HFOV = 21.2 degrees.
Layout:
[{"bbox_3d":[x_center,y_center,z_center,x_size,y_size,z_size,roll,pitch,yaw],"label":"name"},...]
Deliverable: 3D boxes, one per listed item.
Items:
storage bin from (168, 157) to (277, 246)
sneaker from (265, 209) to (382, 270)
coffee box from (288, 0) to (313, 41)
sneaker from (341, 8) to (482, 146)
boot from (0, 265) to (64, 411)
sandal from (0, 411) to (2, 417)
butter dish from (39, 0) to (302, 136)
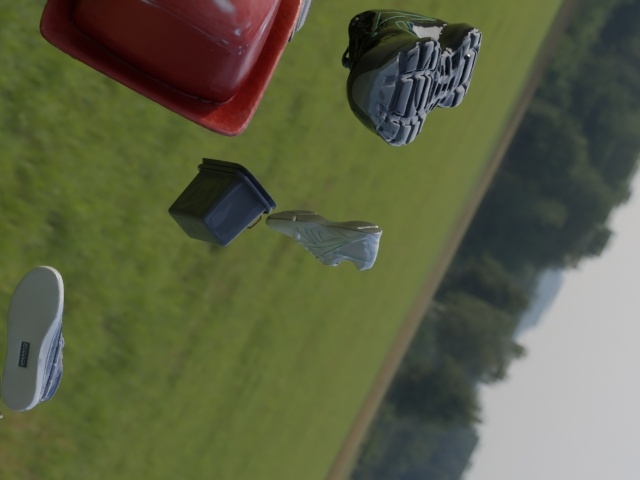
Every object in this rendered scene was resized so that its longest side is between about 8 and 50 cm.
[{"bbox_3d":[-0.134,-0.042,2.276,0.091,0.098,0.135,-47,-152,-16],"label":"storage bin"},{"bbox_3d":[0.000,0.000,2.119,0.053,0.152,0.061,-33,132,-61],"label":"sneaker"},{"bbox_3d":[-0.138,-0.341,1.784,0.119,0.297,0.168,-67,176,-64],"label":"coffee box"},{"bbox_3d":[0.061,-0.152,1.529,0.267,0.106,0.101,-29,139,-68],"label":"sneaker"},{"bbox_3d":[-0.358,0.121,2.184,0.086,0.069,0.190,-16,123,-75],"label":"boot"},{"bbox_3d":[-0.492,0.282,2.157,0.088,0.240,0.079,-20,92,-73],"label":"sandal"},{"bbox_3d":[-0.084,-0.179,1.156,0.118,0.160,0.160,-49,-164,53],"label":"butter dish"}]
